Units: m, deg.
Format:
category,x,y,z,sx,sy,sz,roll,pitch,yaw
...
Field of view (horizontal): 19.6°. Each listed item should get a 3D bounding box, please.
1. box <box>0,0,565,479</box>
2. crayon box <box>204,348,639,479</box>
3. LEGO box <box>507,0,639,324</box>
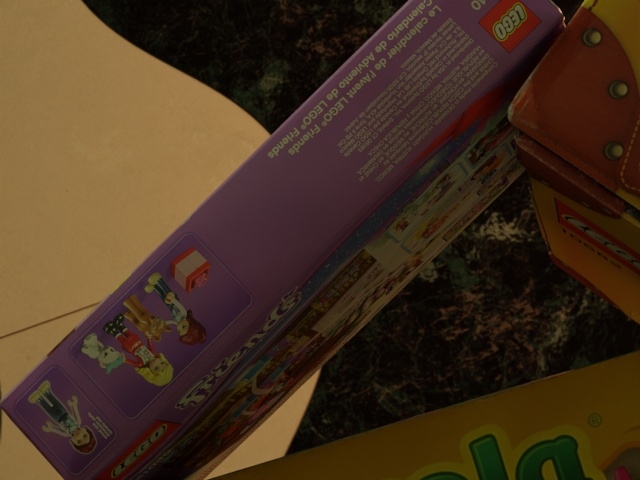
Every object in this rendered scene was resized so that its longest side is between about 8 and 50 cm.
category,x,y,z,sx,sy,sz,roll,pitch,yaw
box,0.000,0.000,0.879,0.293,0.057,0.201,-44,-13,2
crayon box,0.062,0.242,0.870,0.363,0.313,0.106,-18,-6,5
LEGO box,0.354,0.045,0.895,0.193,0.500,0.372,-54,-13,-2
